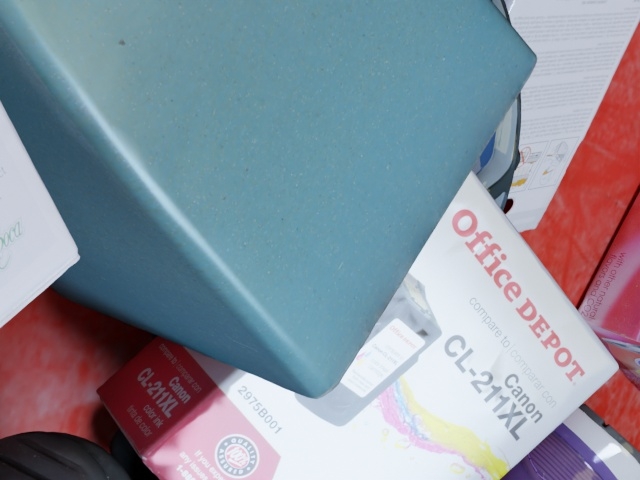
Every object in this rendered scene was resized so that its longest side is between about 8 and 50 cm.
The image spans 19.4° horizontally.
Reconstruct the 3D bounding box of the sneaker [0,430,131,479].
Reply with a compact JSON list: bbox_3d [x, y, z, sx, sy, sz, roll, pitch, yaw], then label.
[{"bbox_3d":[-0.102,0.210,0.826,0.146,0.122,0.330,-26,133,-47],"label":"sneaker"}]

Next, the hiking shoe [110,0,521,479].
[{"bbox_3d":[0.000,0.000,0.847,0.132,0.113,0.304,8,100,-54],"label":"hiking shoe"}]

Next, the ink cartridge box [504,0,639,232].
[{"bbox_3d":[0.104,-0.084,1.021,0.145,0.045,0.179,-10,133,-51],"label":"ink cartridge box"}]

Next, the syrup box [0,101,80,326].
[{"bbox_3d":[-0.177,-0.069,0.554,0.096,0.093,0.237,-43,122,-34],"label":"syrup box"}]

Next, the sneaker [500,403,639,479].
[{"bbox_3d":[0.163,0.201,1.193,0.124,0.107,0.283,-46,137,-6],"label":"sneaker"}]

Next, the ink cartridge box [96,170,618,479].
[{"bbox_3d":[0.017,0.057,0.781,0.175,0.072,0.127,-42,116,-5],"label":"ink cartridge box"}]

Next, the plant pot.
[{"bbox_3d":[-0.068,-0.087,0.682,0.165,0.165,0.234,-58,137,-16],"label":"plant pot"}]

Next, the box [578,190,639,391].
[{"bbox_3d":[0.313,-0.027,1.206,0.300,0.154,0.142,-60,143,-10],"label":"box"}]
